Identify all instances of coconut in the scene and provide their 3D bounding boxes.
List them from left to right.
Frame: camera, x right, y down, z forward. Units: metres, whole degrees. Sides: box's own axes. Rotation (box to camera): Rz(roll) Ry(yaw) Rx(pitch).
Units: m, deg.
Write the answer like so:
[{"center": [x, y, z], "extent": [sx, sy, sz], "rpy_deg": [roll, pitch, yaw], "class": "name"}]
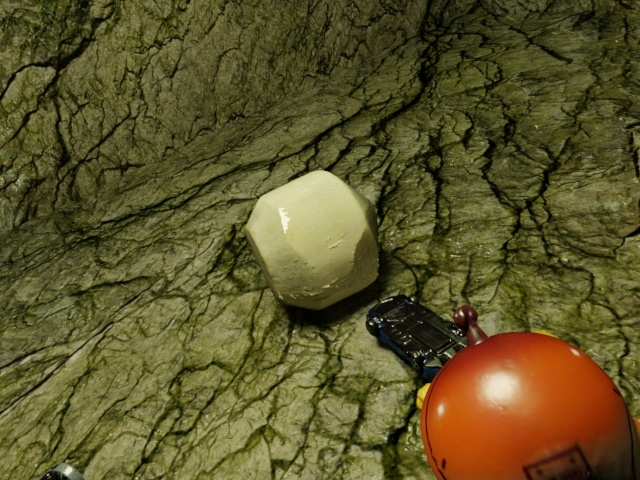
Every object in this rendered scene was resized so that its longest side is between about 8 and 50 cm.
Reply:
[{"center": [0.000, 0.000, 1.048], "extent": [0.247, 0.245, 0.245], "rpy_deg": [-25, 31, -12], "class": "coconut"}]

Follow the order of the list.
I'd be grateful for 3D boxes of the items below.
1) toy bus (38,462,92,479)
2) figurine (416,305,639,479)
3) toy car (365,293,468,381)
[{"center": [-0.268, 0.381, 0.673], "extent": [0.292, 0.133, 0.125], "rpy_deg": [-1, 29, 32], "class": "toy bus"}, {"center": [0.232, 0.230, 0.582], "extent": [0.320, 0.196, 0.323], "rpy_deg": [-25, 40, 1], "class": "figurine"}, {"center": [0.153, 0.152, 0.884], "extent": [0.103, 0.063, 0.216], "rpy_deg": [-28, 26, -17], "class": "toy car"}]
